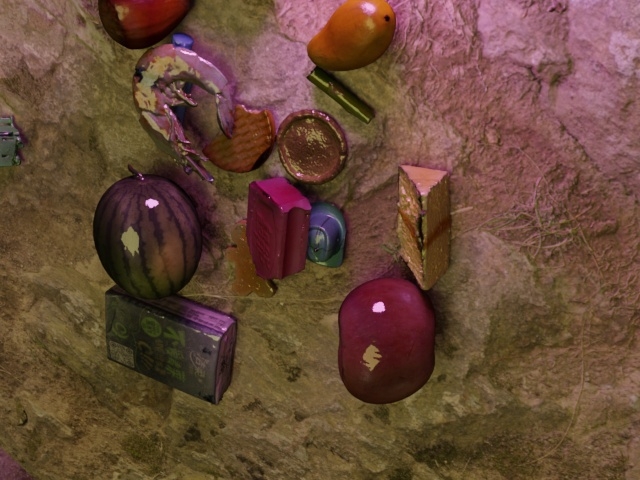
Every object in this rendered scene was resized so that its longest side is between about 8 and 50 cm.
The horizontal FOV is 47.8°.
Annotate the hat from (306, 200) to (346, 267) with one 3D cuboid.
[{"bbox_3d":[0.000,0.000,1.817,0.138,0.078,0.191,7,120,22],"label":"hat"}]

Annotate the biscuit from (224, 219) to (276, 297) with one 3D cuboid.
[{"bbox_3d":[-0.190,0.052,1.966,0.153,0.030,0.235,3,117,23],"label":"biscuit"}]

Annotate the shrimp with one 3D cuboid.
[{"bbox_3d":[-0.318,-0.301,1.754,0.246,0.085,0.361,-14,115,13],"label":"shrimp"}]

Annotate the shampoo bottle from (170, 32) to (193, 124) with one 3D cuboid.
[{"bbox_3d":[-0.368,-0.387,1.787,0.103,0.061,0.259,26,125,5],"label":"shampoo bottle"}]

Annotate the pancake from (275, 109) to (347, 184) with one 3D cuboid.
[{"bbox_3d":[-0.025,-0.223,1.741,0.199,0.021,0.199,12,120,21],"label":"pancake"}]

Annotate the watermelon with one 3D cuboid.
[{"bbox_3d":[-0.451,-0.021,1.894,0.278,0.279,0.360,12,122,19],"label":"watermelon"}]

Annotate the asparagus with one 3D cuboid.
[{"bbox_3d":[0.048,-0.329,1.636,0.178,0.041,0.045,38,150,-4],"label":"asparagus"}]

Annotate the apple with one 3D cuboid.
[{"bbox_3d":[0.160,0.244,1.762,0.234,0.306,0.306,-1,119,-3],"label":"apple"}]

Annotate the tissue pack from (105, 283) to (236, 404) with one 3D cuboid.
[{"bbox_3d":[-0.456,0.304,2.177,0.394,0.124,0.288,19,125,14],"label":"tissue pack"}]

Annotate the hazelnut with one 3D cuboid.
[{"bbox_3d":[-0.401,-0.536,1.651,0.208,0.208,0.208,11,121,19],"label":"hazelnut"}]

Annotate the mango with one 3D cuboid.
[{"bbox_3d":[0.067,-0.432,1.536,0.227,0.099,0.136,-22,111,41],"label":"mango"}]

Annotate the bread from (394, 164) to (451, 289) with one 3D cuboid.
[{"bbox_3d":[0.238,-0.036,1.665,0.178,0.141,0.266,43,143,51],"label":"bread"}]

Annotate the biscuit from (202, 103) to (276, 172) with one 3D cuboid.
[{"bbox_3d":[-0.205,-0.253,1.800,0.228,0.031,0.176,2,114,30],"label":"biscuit"}]

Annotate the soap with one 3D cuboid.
[{"bbox_3d":[-0.105,-0.015,1.814,0.162,0.099,0.250,36,132,40],"label":"soap"}]

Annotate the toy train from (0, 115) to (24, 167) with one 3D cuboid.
[{"bbox_3d":[-0.923,-0.281,2.098,0.081,0.099,0.149,59,140,28],"label":"toy train"}]
